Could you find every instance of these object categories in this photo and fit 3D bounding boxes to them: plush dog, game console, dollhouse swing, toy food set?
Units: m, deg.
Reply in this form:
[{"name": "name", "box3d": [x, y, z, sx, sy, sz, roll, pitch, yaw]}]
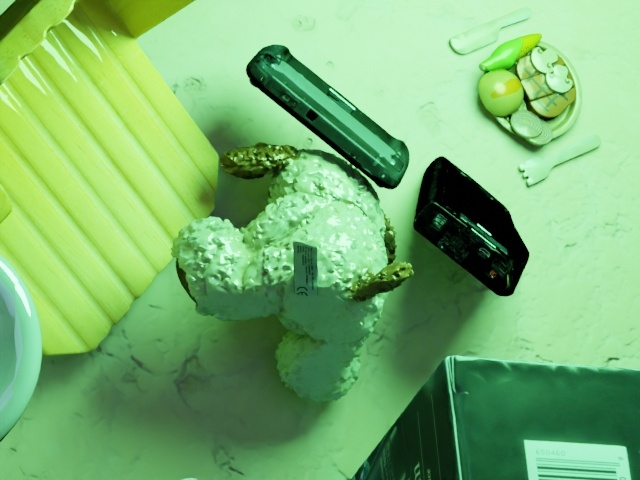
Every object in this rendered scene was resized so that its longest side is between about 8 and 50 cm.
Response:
[{"name": "plush dog", "box3d": [0.000, 0.000, 1.839, 0.262, 0.211, 0.225, 41, 33, -32]}, {"name": "game console", "box3d": [0.074, -0.084, 1.898, 0.361, 0.213, 0.044, 39, 106, -5]}, {"name": "dollhouse swing", "box3d": [-0.203, -0.088, 1.697, 0.305, 0.315, 0.347, 47, 61, -15]}, {"name": "toy food set", "box3d": [0.242, -0.173, 2.053, 0.132, 0.038, 0.192, -27, 86, -23]}]

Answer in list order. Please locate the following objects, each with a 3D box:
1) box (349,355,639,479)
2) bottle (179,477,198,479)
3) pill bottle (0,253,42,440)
[{"name": "box", "box3d": [0.159, 0.324, 1.673, 0.212, 0.395, 0.293, 5, 59, -16]}, {"name": "bottle", "box3d": [-0.085, 0.365, 1.745, 0.092, 0.118, 0.283, -35, 68, 10]}, {"name": "pill bottle", "box3d": [-0.374, 0.124, 1.596, 0.210, 0.363, 0.210, 4, 75, -17]}]
